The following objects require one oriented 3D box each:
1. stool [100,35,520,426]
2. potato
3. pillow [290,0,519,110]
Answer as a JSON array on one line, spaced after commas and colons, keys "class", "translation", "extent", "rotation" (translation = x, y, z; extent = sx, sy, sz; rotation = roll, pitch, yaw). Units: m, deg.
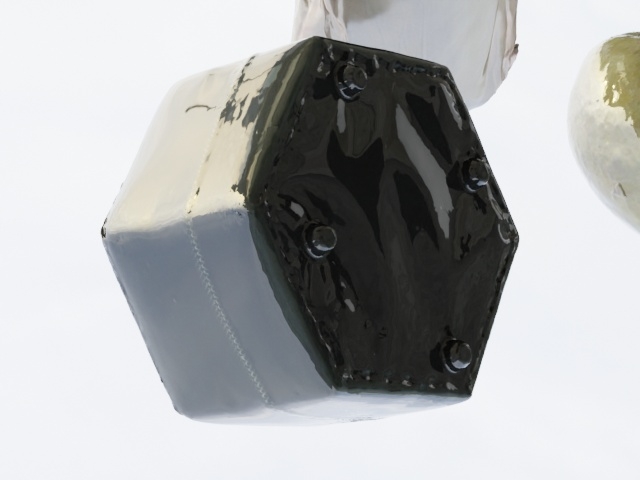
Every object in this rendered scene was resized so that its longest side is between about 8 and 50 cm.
[{"class": "stool", "translation": [0.000, 0.000, 1.020], "extent": [0.232, 0.141, 0.232], "rotation": [12, -106, -45]}, {"class": "potato", "translation": [0.296, -0.068, 1.450], "extent": [0.177, 0.160, 0.235], "rotation": [-4, -127, -43]}, {"class": "pillow", "translation": [0.050, -0.186, 1.157], "extent": [0.173, 0.270, 0.067], "rotation": [-7, -140, -5]}]
